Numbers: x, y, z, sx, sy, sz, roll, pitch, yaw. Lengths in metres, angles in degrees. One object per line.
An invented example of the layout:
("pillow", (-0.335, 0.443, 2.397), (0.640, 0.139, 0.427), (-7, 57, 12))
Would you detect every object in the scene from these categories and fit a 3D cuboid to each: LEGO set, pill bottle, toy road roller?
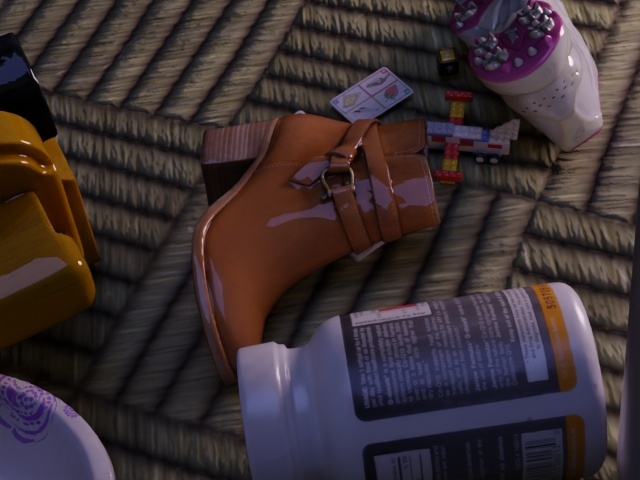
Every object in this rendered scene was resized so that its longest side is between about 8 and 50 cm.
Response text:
("LEGO set", (0.072, -0.108, 1.482), (0.244, 0.060, 0.182), (-34, 58, -20))
("pill bottle", (0.079, 0.130, 1.209), (0.278, 0.162, 0.162), (-8, 50, 0))
("toy road roller", (-0.287, 0.013, 1.260), (0.202, 0.330, 0.241), (-24, 60, -12))

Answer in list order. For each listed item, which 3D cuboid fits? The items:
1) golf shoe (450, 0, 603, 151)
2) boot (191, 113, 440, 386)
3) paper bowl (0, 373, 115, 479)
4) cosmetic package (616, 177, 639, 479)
("golf shoe", (0.210, -0.191, 1.509), (0.115, 0.140, 0.306), (-32, 25, 19))
("boot", (0.000, 0.000, 1.366), (0.220, 0.109, 0.283), (-3, 48, 5))
("paper bowl", (-0.295, 0.246, 1.154), (0.284, 0.148, 0.284), (2, 43, -2))
("cosmetic package", (0.365, 0.083, 1.070), (0.284, 0.377, 0.097), (-4, 49, 5))
